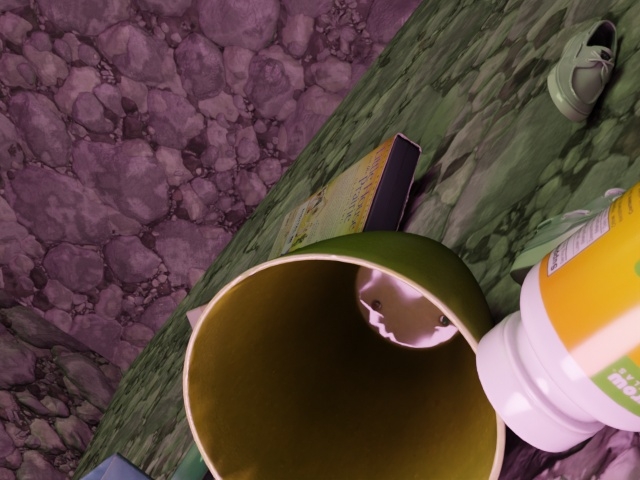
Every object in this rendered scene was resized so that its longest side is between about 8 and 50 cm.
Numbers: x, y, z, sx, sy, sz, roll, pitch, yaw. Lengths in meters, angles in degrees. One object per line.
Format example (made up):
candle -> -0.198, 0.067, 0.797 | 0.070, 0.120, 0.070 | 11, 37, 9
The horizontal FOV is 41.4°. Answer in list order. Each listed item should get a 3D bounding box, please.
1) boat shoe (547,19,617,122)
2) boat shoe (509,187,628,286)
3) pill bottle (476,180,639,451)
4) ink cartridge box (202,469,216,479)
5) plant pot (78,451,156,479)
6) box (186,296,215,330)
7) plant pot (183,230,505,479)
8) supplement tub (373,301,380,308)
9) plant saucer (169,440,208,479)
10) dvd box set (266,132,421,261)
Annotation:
boat shoe -> 0.331, -0.212, 1.038 | 0.063, 0.066, 0.184 | -44, 6, 45
boat shoe -> 0.243, -0.006, 0.734 | 0.081, 0.079, 0.227 | -63, 11, -18
pill bottle -> 0.220, 0.039, 0.553 | 0.246, 0.136, 0.136 | -46, 14, 36
ink cartridge box -> -0.104, 0.333, 1.211 | 0.189, 0.066, 0.232 | -57, 8, -12
plant pot -> -0.204, 0.394, 0.979 | 0.165, 0.234, 0.166 | -41, 17, 49
box -> -0.073, 0.116, 1.330 | 0.148, 0.121, 0.311 | -25, 1, -36
plant pot -> 0.058, 0.102, 0.816 | 0.275, 0.275, 0.293 | -49, -4, 25
supplement tub -> 0.041, 0.143, 1.045 | 0.106, 0.106, 0.198 | -38, 20, 53
plant saucer -> -0.179, 0.324, 1.396 | 0.318, 0.043, 0.317 | -58, 0, 1
dvd box set -> 0.006, 0.016, 1.530 | 0.420, 0.062, 0.308 | -33, 32, 54
